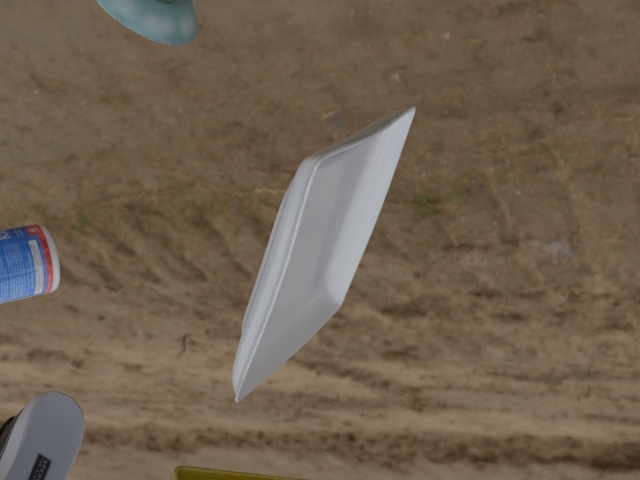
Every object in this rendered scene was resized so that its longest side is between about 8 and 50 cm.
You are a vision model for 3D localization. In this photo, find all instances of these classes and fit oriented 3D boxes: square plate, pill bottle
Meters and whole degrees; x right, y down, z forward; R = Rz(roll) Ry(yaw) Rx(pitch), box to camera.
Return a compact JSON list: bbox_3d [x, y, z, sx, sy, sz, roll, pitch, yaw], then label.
[{"bbox_3d":[0.000,0.000,1.235,0.049,0.347,0.343,27,116,15],"label":"square plate"},{"bbox_3d":[-0.562,0.049,1.574,0.222,0.124,0.124,-13,164,-33],"label":"pill bottle"}]

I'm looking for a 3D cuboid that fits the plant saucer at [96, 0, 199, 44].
[{"bbox_3d":[-0.249,-0.364,1.351,0.195,0.194,0.037,29,127,-25],"label":"plant saucer"}]

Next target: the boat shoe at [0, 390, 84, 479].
[{"bbox_3d":[-0.272,0.224,0.787,0.076,0.228,0.080,-29,121,30],"label":"boat shoe"}]

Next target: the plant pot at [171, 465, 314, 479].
[{"bbox_3d":[-0.096,0.431,1.167,0.212,0.212,0.187,13,115,-24],"label":"plant pot"}]
